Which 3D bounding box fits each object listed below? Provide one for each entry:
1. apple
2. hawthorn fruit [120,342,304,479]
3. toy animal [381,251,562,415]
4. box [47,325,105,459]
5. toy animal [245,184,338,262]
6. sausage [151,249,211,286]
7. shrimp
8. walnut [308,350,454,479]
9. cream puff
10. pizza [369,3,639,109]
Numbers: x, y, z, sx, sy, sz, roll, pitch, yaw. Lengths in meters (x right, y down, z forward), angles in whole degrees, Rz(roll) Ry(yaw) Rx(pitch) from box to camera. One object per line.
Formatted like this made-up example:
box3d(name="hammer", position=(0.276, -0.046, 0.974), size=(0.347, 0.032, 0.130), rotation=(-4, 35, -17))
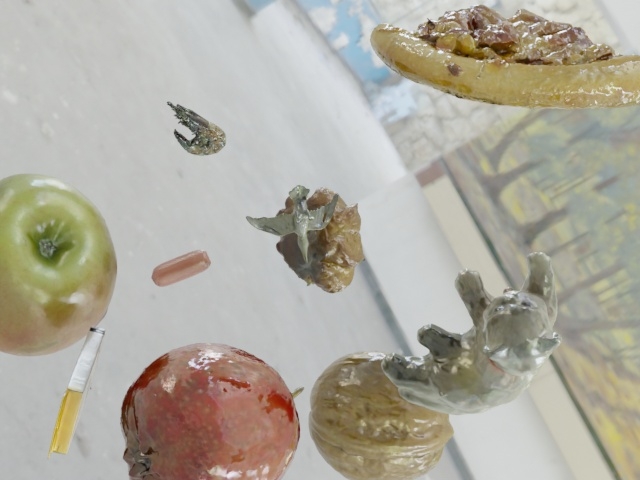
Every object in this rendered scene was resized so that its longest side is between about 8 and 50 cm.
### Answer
box3d(name="apple", position=(-0.544, 0.044, 1.756), size=(0.339, 0.305, 0.338), rotation=(21, 48, -25))
box3d(name="hawthorn fruit", position=(-0.150, 0.291, 1.450), size=(0.330, 0.287, 0.287), rotation=(-16, 73, -39))
box3d(name="toy animal", position=(0.256, 0.194, 1.515), size=(0.188, 0.308, 0.266), rotation=(-97, 177, -61))
box3d(name="box", position=(-0.416, 0.259, 1.576), size=(0.033, 0.129, 0.247), rotation=(16, 21, -9))
box3d(name="toy animal", position=(-0.047, -0.034, 2.015), size=(0.095, 0.219, 0.155), rotation=(106, -26, -63))
box3d(name="sausage", position=(-0.356, 0.071, 2.338), size=(0.062, 0.154, 0.062), rotation=(-22, 90, -89))
box3d(name="shrimp", position=(-0.275, -0.233, 1.955), size=(0.161, 0.091, 0.034), rotation=(38, 18, -33))
box3d(name="walnut", position=(0.136, 0.405, 2.079), size=(0.332, 0.333, 0.333), rotation=(56, 12, -19))
box3d(name="cream puff", position=(0.000, 0.000, 2.224), size=(0.155, 0.241, 0.268), rotation=(-12, 80, -47))
box3d(name="pizza", position=(0.276, -0.264, 1.329), size=(0.278, 0.409, 0.113), rotation=(-38, 140, -51))
